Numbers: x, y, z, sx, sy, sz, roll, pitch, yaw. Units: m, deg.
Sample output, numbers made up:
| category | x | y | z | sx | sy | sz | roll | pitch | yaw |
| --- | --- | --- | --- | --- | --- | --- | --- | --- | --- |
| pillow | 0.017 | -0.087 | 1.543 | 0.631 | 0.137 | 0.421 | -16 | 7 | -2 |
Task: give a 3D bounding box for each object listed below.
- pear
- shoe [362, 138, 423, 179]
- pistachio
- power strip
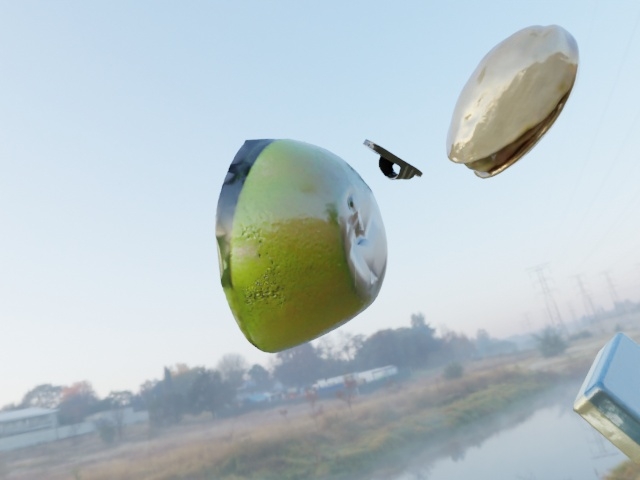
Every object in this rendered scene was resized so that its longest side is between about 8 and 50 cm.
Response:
| category | x | y | z | sx | sy | sz | roll | pitch | yaw |
| --- | --- | --- | --- | --- | --- | --- | --- | --- | --- |
| pear | 0.003 | 0.004 | 1.036 | 0.165 | 0.398 | 0.399 | -3 | -9 | 26 |
| shoe | 0.142 | -0.156 | 1.241 | 0.179 | 0.071 | 0.049 | 20 | -77 | -47 |
| pistachio | 0.256 | -0.184 | 0.793 | 0.144 | 0.144 | 0.215 | 9 | -66 | -56 |
| power strip | 0.230 | 0.112 | 0.445 | 0.123 | 0.056 | 0.032 | -19 | -34 | -55 |
